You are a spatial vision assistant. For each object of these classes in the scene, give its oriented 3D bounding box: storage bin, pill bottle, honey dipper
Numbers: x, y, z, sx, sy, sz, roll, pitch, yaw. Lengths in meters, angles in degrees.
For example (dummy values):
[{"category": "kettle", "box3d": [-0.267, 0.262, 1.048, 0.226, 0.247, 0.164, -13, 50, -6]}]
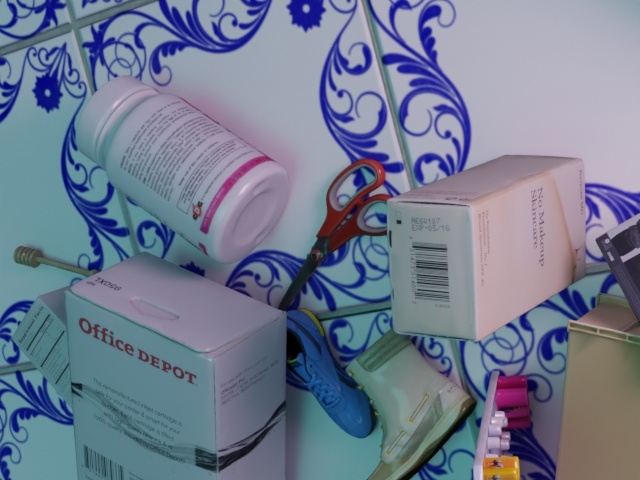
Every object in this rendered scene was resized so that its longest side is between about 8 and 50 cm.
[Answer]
[{"category": "storage bin", "box3d": [0.420, 0.225, 1.712, 0.260, 0.123, 0.262, 12, 108, 30]}, {"category": "pill bottle", "box3d": [-0.196, -0.105, 2.007, 0.283, 0.160, 0.160, 35, 118, 21]}, {"category": "honey dipper", "box3d": [-0.413, 0.038, 2.269, 0.161, 0.030, 0.030, 13, 109, 26]}]

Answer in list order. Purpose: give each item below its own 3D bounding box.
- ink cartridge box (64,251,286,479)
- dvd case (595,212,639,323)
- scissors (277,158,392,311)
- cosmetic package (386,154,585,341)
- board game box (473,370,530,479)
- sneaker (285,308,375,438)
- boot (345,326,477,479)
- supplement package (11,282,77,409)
[{"category": "ink cartridge box", "box3d": [-0.202, 0.251, 2.050, 0.285, 0.166, 0.395, 21, 124, 32]}, {"category": "dvd case", "box3d": [0.452, 0.013, 1.614, 0.239, 0.029, 0.179, -31, 61, 16]}, {"category": "scissors", "box3d": [0.000, 0.000, 1.994, 0.297, 0.021, 0.109, -40, 82, 35]}, {"category": "cosmetic package", "box3d": [0.201, 0.001, 1.684, 0.113, 0.309, 0.160, 4, 105, 33]}, {"category": "board game box", "box3d": [0.236, 0.393, 1.729, 0.050, 0.390, 0.390, -5, 100, 11]}, {"category": "sneaker", "box3d": [-0.004, 0.193, 2.007, 0.069, 0.082, 0.209, -36, 83, 32]}, {"category": "boot", "box3d": [0.089, 0.237, 1.953, 0.165, 0.077, 0.213, 46, 111, 15]}, {"category": "supplement package", "box3d": [-0.369, 0.168, 2.223, 0.179, 0.105, 0.105, 46, 122, 16]}]
